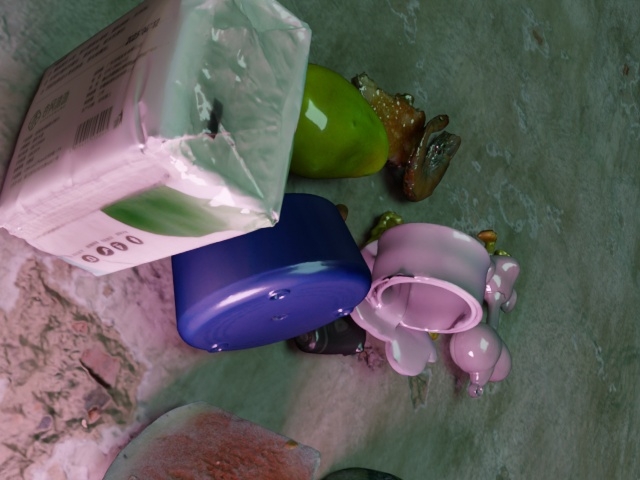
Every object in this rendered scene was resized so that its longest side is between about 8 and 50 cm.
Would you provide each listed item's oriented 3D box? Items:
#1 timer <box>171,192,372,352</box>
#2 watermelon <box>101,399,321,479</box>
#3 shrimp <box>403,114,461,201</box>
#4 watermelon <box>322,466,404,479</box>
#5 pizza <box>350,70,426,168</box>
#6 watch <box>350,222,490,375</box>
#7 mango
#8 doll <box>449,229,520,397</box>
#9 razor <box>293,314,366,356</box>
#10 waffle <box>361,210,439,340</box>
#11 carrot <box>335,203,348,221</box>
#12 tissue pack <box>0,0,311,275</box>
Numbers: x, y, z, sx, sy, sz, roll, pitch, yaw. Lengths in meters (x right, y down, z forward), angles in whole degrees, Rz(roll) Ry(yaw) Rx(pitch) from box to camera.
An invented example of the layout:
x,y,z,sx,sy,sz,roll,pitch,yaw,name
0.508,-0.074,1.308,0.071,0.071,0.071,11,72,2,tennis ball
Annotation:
x,y,z,sx,sy,sz,roll,pitch,yaw,name
-0.108,-0.062,1.163,0.270,0.270,0.383,6,59,-46,timer
-0.123,0.331,1.027,0.261,0.201,0.213,55,37,-15,watermelon
0.217,-0.177,1.611,0.253,0.058,0.173,-54,151,-41,shrimp
0.079,0.461,1.247,0.176,0.256,0.260,-52,138,8,watermelon
0.114,-0.222,1.553,0.226,0.069,0.147,12,87,-46,pizza
0.175,0.090,1.333,0.248,0.217,0.211,36,55,-30,watch
0.003,-0.195,1.361,0.273,0.149,0.185,-2,73,-53,mango
0.342,0.150,1.663,0.160,0.094,0.365,48,49,-37,doll
0.014,0.143,1.336,0.148,0.054,0.090,14,65,-50,razor
0.170,0.067,1.534,0.291,0.051,0.291,15,69,-45,waffle
0.000,0.000,1.371,0.061,0.061,0.209,57,41,-19,carrot
-0.196,-0.128,0.967,0.194,0.356,0.266,31,58,-38,tissue pack
